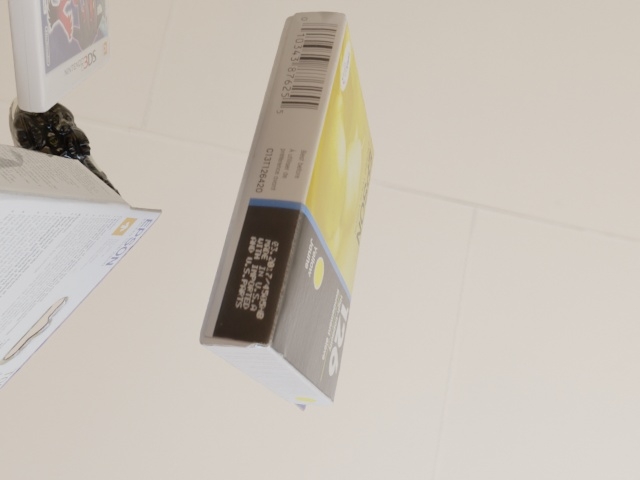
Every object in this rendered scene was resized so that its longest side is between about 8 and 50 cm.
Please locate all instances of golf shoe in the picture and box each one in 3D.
[{"bbox_3d":[-0.272,-0.067,0.618,0.077,0.198,0.094,-29,-135,-29],"label":"golf shoe"}]

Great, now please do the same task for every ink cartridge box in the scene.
[{"bbox_3d":[0.000,0.000,0.578,0.072,0.307,0.304,3,-114,17],"label":"ink cartridge box"},{"bbox_3d":[-0.305,0.066,0.425,0.071,0.330,0.324,44,-86,3],"label":"ink cartridge box"}]

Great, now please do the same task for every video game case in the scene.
[{"bbox_3d":[-0.196,-0.221,0.441,0.023,0.183,0.201,5,-62,-7],"label":"video game case"}]
